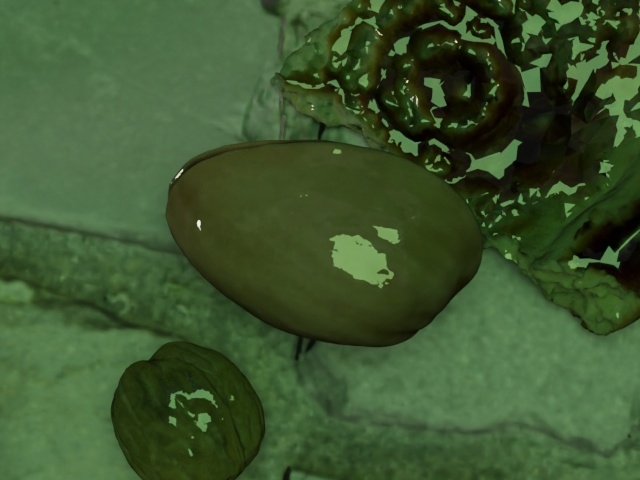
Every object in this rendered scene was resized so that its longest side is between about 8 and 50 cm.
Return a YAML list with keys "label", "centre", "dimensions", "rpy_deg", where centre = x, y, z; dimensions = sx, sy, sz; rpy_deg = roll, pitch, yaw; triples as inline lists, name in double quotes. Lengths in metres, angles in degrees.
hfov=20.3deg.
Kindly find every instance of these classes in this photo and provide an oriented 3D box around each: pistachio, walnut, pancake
- label: "pistachio"
  centre: [0.000, 0.000, 1.025]
  dimensions: [0.186, 0.108, 0.126]
  rpy_deg: [9, 123, 6]
- label: "walnut"
  centre: [-0.076, 0.103, 1.026]
  dimensions: [0.092, 0.092, 0.092]
  rpy_deg: [0, 81, -2]
- label: "pancake"
  centre: [0.166, -0.175, 1.084]
  dimensions: [0.305, 0.067, 0.426]
  rpy_deg: [23, 83, 3]
